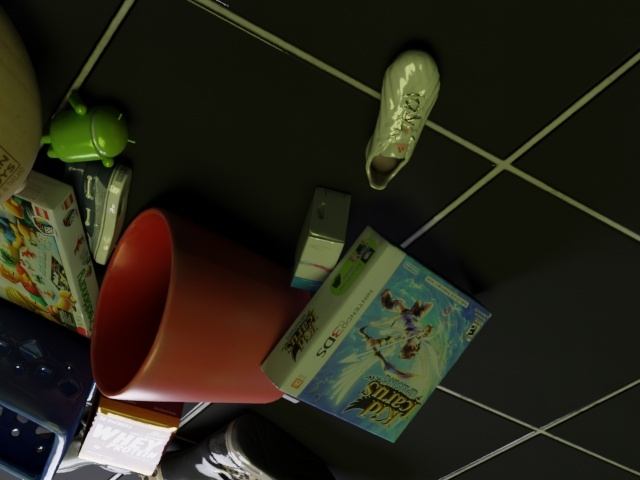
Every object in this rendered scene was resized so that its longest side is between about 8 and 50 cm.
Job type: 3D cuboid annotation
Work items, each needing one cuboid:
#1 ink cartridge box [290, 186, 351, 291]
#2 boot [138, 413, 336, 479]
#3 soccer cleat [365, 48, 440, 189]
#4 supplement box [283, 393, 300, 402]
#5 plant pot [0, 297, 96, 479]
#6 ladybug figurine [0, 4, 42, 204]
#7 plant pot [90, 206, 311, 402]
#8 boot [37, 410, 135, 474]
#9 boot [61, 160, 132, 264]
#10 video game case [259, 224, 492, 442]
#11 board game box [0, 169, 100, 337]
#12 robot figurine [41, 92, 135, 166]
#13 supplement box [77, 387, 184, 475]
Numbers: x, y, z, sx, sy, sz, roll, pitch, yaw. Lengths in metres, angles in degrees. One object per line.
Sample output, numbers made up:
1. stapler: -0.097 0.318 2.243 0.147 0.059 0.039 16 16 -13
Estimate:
1. ink cartridge box: 0.000 0.000 1.420 0.052 0.089 0.122 13 142 -5
2. boot: -0.146 0.494 2.037 0.284 0.138 0.377 -22 130 28
3. soccer cleat: 0.095 -0.140 1.232 0.068 0.076 0.196 12 142 -5
4. supplement box: -0.008 0.168 1.654 0.130 0.073 0.239 31 138 -29
5. plant pot: -0.471 0.220 1.667 0.236 0.212 0.236 28 139 -2
6. ladybug figurine: -0.502 -0.194 1.140 0.449 0.305 0.162 48 167 -35
7. plant pot: -0.160 0.113 1.475 0.243 0.275 0.275 18 143 -29
8. boot: -0.450 0.373 2.009 0.246 0.083 0.161 5 138 -8
9. boot: -0.317 -0.047 1.448 0.086 0.069 0.190 20 135 -2
10. video game case: 0.085 0.139 1.460 0.269 0.061 0.244 32 98 -43
11. board game box: -0.418 0.003 1.486 0.193 0.053 0.305 22 145 15
12. robot figurine: -0.293 -0.134 1.319 0.115 0.067 0.101 -5 132 17
13. supplement box: -0.296 0.248 1.713 0.129 0.191 0.194 18 141 -12
